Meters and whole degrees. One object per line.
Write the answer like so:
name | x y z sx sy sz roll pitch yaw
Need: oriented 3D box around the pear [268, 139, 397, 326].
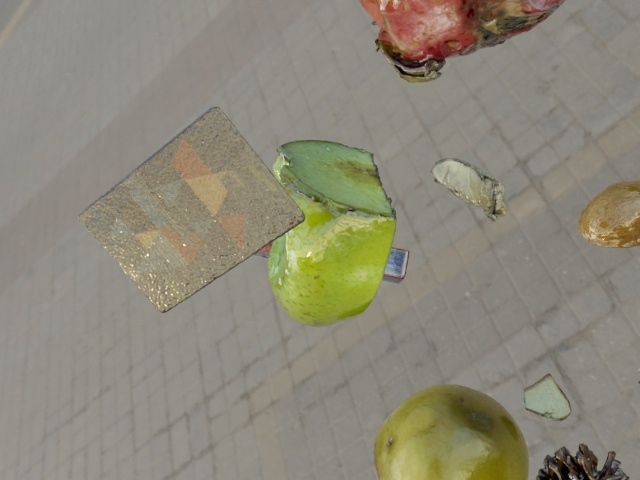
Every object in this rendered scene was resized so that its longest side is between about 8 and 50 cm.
pear | 0.000 0.000 1.087 0.292 0.159 0.292 -176 90 -83

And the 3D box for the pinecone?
pinecone | 0.504 0.495 1.372 0.201 0.229 0.202 -34 13 7

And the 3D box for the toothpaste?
toothpaste | 0.017 0.025 1.504 0.076 0.320 0.066 107 175 -78

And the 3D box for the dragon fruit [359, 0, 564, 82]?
dragon fruit | 0.122 -0.264 0.557 0.147 0.211 0.282 11 86 62

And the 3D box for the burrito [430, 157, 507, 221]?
burrito | 0.239 -0.092 1.185 0.058 0.063 0.229 -46 24 6

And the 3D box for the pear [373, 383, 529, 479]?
pear | 0.300 0.453 1.599 0.386 0.340 0.191 -57 -13 -54

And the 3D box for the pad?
pad | -0.135 -0.023 0.738 0.211 0.143 0.003 -33 13 25

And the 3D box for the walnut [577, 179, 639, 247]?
walnut | 0.647 -0.069 1.544 0.211 0.087 0.167 -28 44 -20

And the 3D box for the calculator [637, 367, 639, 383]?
calculator | 0.583 0.126 1.022 0.028 0.166 0.274 -74 8 -63

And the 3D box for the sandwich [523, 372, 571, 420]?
sandwich | 0.508 0.364 1.646 0.093 0.036 0.105 -35 73 -2
